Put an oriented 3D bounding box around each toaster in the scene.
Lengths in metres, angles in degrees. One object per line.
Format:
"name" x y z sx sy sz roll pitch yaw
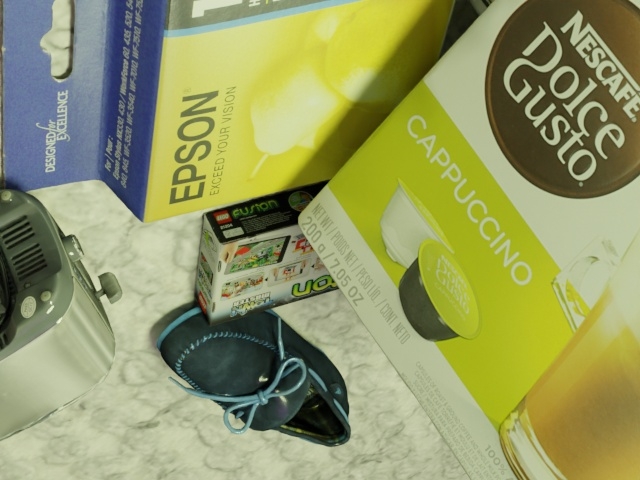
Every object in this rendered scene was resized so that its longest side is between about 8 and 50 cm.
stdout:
"toaster" -0.256 0.072 1.165 0.227 0.129 0.146 -29 151 2

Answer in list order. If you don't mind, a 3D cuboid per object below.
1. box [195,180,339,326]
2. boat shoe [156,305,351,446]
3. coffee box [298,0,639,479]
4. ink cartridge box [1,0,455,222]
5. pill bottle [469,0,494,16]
"box" 0.000 0.000 1.348 0.207 0.036 0.114 -15 146 -21
"boat shoe" -0.039 0.123 1.441 0.109 0.089 0.258 -42 146 20
"coffee box" 0.262 -0.010 1.157 0.338 0.337 0.334 -14 154 -51
"ink cartridge box" -0.055 -0.139 1.081 0.307 0.072 0.303 -17 147 -22
"pill bottle" 0.169 -0.193 1.178 0.116 0.065 0.065 -37 147 15
